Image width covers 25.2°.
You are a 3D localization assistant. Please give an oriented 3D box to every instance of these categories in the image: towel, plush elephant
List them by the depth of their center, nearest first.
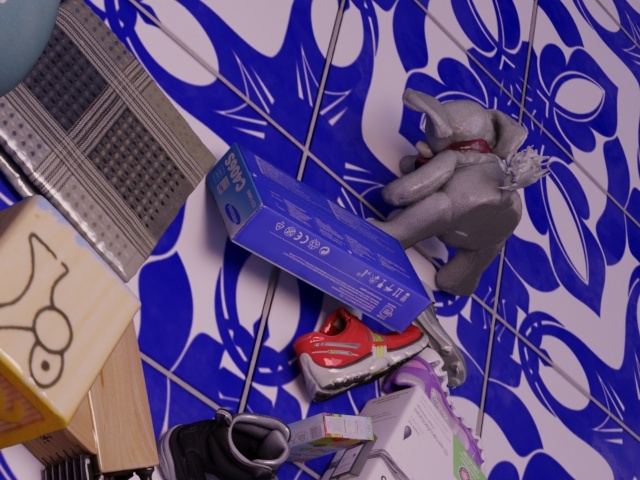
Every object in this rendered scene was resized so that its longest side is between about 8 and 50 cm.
[{"bbox_3d":[-0.303,-0.133,1.902,0.324,0.056,0.312,51,38,-17],"label":"towel"},{"bbox_3d":[0.216,-0.116,2.346,0.272,0.330,0.255,20,40,-35],"label":"plush elephant"}]

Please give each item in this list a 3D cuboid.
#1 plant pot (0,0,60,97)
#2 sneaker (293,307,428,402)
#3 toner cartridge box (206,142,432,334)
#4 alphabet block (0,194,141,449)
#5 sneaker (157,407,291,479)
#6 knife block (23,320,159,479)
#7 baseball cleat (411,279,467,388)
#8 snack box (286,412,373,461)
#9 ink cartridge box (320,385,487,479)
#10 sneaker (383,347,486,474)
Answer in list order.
[{"bbox_3d":[-0.427,-0.269,1.666,0.195,0.290,0.290,84,18,-48],"label":"plant pot"},{"bbox_3d":[0.063,0.151,2.150,0.279,0.107,0.118,-13,72,-55],"label":"sneaker"},{"bbox_3d":[0.000,0.000,2.099,0.348,0.075,0.165,30,20,-34],"label":"toner cartridge box"},{"bbox_3d":[-0.355,0.098,1.603,0.192,0.193,0.197,49,42,-20],"label":"alphabet block"},{"bbox_3d":[-0.074,0.319,1.838,0.268,0.153,0.101,43,42,-15],"label":"sneaker"},{"bbox_3d":[-0.252,0.242,1.740,0.242,0.088,0.275,50,41,-23],"label":"knife block"},{"bbox_3d":[0.181,0.138,2.317,0.206,0.072,0.109,55,33,-21],"label":"baseball cleat"},{"bbox_3d":[-0.011,0.272,1.965,0.100,0.141,0.037,14,62,-46],"label":"snack box"},{"bbox_3d":[0.108,0.378,2.077,0.198,0.115,0.273,54,40,-17],"label":"ink cartridge box"},{"bbox_3d":[0.169,0.288,2.220,0.105,0.095,0.236,-22,84,-46],"label":"sneaker"}]
